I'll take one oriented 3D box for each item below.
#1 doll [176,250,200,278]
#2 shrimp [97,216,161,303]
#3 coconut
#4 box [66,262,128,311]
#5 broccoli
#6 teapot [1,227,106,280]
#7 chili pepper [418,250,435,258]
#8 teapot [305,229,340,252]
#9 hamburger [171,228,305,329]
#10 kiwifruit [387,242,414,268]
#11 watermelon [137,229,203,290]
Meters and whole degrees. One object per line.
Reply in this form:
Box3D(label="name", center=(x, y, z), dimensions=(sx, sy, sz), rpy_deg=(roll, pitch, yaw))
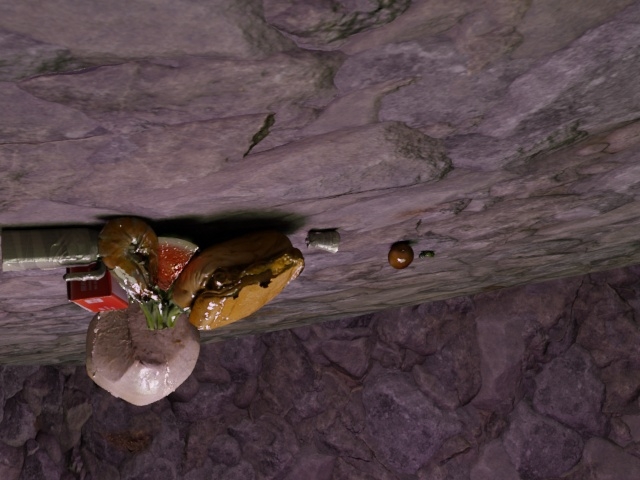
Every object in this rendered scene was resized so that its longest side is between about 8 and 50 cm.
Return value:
Box3D(label="doll", center=(-0.339, 0.053, 1.598), dimensions=(0.214, 0.072, 0.103), rpy_deg=(1, 164, -36))
Box3D(label="shrimp", center=(-0.366, 0.044, 1.344), dimensions=(0.115, 0.217, 0.051), rpy_deg=(-32, -145, -15))
Box3D(label="coconut", center=(-0.553, 0.332, 2.069), dimensions=(0.346, 0.346, 0.360), rpy_deg=(-2, 158, -28))
Box3D(label="box", center=(-0.497, 0.083, 1.488), dimensions=(0.099, 0.133, 0.182), rpy_deg=(-6, 168, -5))
Box3D(label="broccoli", center=(-0.399, 0.136, 1.701), dimensions=(0.226, 0.176, 0.198), rpy_deg=(-22, 175, -11))
Box3D(label="teapot", center=(-0.515, 0.030, 1.311), dimensions=(0.200, 0.107, 0.077), rpy_deg=(-3, 161, -24))
Box3D(label="chili pepper", center=(0.339, 0.045, 2.124), dimensions=(0.027, 0.022, 0.083), rpy_deg=(-22, 165, 41))
Box3D(label="teapot", center=(0.000, 0.000, 1.654), dimensions=(0.083, 0.057, 0.067), rpy_deg=(4, -168, -25))
Box3D(label="hamburger", center=(-0.182, 0.081, 1.538), dimensions=(0.318, 0.158, 0.318), rpy_deg=(-29, 171, -5))
Box3D(label="kiwifruit", center=(0.235, 0.047, 1.955), dimensions=(0.075, 0.075, 0.124), rpy_deg=(-8, 163, -3))
Box3D(label="watermelon", center=(-0.325, 0.016, 1.424), dimensions=(0.193, 0.137, 0.145), rpy_deg=(2, 133, -51))
